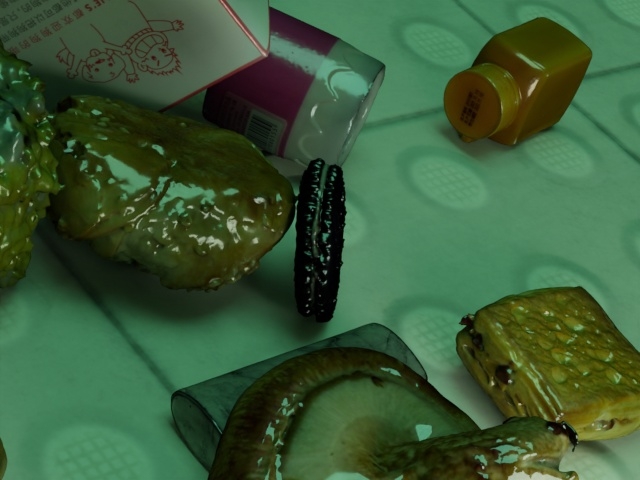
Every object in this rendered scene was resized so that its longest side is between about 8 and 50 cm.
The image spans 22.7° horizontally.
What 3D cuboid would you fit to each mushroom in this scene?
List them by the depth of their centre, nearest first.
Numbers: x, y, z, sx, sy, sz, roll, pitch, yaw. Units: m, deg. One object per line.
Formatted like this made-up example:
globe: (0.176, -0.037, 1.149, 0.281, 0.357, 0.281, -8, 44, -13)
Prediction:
mushroom: (0.061, 0.236, 1.529, 0.345, 0.260, 0.345, 15, 45, -16)

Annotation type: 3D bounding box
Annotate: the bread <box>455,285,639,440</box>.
bread: (0.281, 0.155, 1.900, 0.235, 0.099, 0.210, -6, 47, -42)

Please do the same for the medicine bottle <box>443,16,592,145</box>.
medicine bottle: (0.282, -0.225, 2.332, 0.112, 0.149, 0.222, 39, 39, 22)

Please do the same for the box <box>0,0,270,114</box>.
box: (-0.264, -0.344, 1.954, 0.312, 0.314, 0.300, 50, 23, -35)

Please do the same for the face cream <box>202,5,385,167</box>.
face cream: (-0.034, -0.197, 2.099, 0.195, 0.175, 0.175, 26, 36, 3)

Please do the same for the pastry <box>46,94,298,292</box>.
pastry: (-0.188, -0.045, 1.834, 0.310, 0.162, 0.255, 18, 26, -16)

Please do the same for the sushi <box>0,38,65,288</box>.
sushi: (-0.480, -0.091, 1.672, 0.351, 0.240, 0.396, -14, 48, -39)

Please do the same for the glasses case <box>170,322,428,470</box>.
glasses case: (-0.019, 0.168, 1.743, 0.299, 0.060, 0.114, -17, 53, -42)

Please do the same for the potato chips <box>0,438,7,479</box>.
potato chips: (-0.402, 0.197, 1.494, 0.208, 0.062, 0.195, 7, 44, -23)

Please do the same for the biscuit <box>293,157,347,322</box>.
biscuit: (0.000, 0.000, 1.862, 0.053, 0.195, 0.194, 5, 37, 4)
